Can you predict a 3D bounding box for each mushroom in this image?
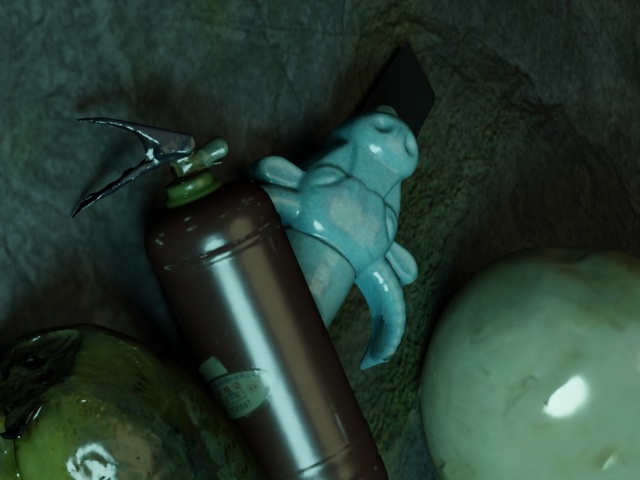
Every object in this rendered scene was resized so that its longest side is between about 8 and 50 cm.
[{"bbox_3d":[0.243,0.141,1.540,0.336,0.315,0.314,-60,142,-79],"label":"mushroom"}]

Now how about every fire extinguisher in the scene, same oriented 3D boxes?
[{"bbox_3d":[-0.073,0.053,1.187,0.138,0.102,0.344,-26,102,-13],"label":"fire extinguisher"}]

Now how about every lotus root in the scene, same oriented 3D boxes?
[{"bbox_3d":[-0.116,0.172,1.100,0.275,0.152,0.160,58,38,-36],"label":"lotus root"}]

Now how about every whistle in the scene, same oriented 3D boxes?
[{"bbox_3d":[0.000,0.000,1.316,0.186,0.093,0.274,36,65,-20],"label":"whistle"}]

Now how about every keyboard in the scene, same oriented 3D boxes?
[{"bbox_3d":[0.051,-0.092,1.457,0.074,0.015,0.196,57,46,-29],"label":"keyboard"}]
